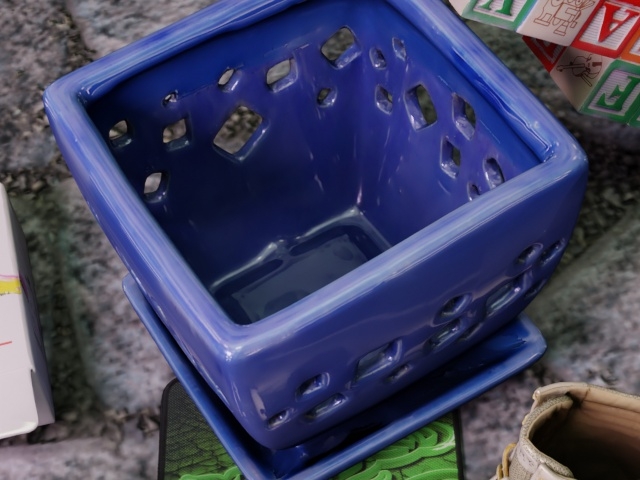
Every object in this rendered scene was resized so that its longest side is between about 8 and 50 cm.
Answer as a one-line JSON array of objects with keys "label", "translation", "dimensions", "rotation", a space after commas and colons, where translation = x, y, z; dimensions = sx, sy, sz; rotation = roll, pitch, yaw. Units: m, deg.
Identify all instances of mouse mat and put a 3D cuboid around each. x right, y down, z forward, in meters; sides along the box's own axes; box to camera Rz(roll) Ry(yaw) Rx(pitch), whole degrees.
[{"label": "mouse mat", "translation": [-0.007, 0.143, 0.955], "dimensions": [0.190, 0.007, 0.152], "rotation": [-3, 53, 2]}]

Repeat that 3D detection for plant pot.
[{"label": "plant pot", "translation": [0.000, 0.000, 0.926], "dimensions": [0.236, 0.212, 0.236], "rotation": [-27, 52, -16]}]

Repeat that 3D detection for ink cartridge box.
[{"label": "ink cartridge box", "translation": [-0.239, 0.067, 0.996], "dimensions": [0.115, 0.067, 0.198], "rotation": [-14, 52, -4]}]

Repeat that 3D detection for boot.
[{"label": "boot", "translation": [0.097, 0.141, 0.841], "dimensions": [0.213, 0.165, 0.077], "rotation": [1, 55, 1]}]

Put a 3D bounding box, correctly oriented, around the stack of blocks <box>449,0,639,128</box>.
[{"label": "stack of blocks", "translation": [0.203, -0.166, 0.969], "dimensions": [0.297, 0.171, 0.087], "rotation": [9, 36, -35]}]
